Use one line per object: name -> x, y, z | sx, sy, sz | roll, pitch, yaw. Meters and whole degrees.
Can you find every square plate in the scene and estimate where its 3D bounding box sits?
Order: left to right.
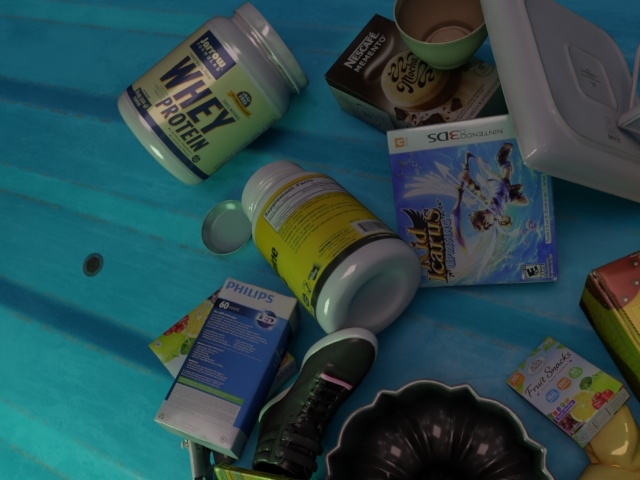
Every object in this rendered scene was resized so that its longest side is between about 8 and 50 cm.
square plate -> 0.398, -0.235, 0.865 | 0.049, 0.348, 0.343 | -35, 54, 49

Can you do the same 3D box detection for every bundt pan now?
bundt pan -> 0.172, 0.371, 0.816 | 0.331, 0.124, 0.330 | -7, 69, 18

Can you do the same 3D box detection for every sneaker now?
sneaker -> -0.006, 0.264, 0.855 | 0.295, 0.105, 0.146 | -51, 19, 29

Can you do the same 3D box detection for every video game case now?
video game case -> 0.245, -0.061, 0.916 | 0.245, 0.061, 0.269 | -5, 100, 20

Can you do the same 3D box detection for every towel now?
towel -> -0.056, 0.379, 0.818 | 0.237, 0.021, 0.102 | -9, 107, 40

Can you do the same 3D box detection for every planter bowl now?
planter bowl -> 0.213, -0.359, 0.951 | 0.162, 0.109, 0.161 | -7, 66, 16

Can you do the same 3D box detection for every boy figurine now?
boy figurine -> 0.395, 0.363, 0.747 | 0.178, 0.092, 0.285 | 0, 67, -5

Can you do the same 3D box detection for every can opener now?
can opener -> -0.180, 0.424, 0.950 | 0.093, 0.074, 0.280 | -16, 66, 14

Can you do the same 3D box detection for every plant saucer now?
plant saucer -> -0.186, -0.024, 1.151 | 0.120, 0.021, 0.119 | -7, 68, 18

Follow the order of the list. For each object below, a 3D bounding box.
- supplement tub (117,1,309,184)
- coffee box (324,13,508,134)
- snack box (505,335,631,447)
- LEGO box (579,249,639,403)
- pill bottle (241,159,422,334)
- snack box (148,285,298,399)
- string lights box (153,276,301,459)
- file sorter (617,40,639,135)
supplement tub -> -0.210, -0.293, 1.140 | 0.325, 0.235, 0.235 | -39, 63, 3
coffee box -> 0.179, -0.277, 1.058 | 0.297, 0.119, 0.168 | 35, 85, 27
snack box -> 0.353, 0.214, 0.819 | 0.100, 0.037, 0.141 | -45, 28, -2
LEGO box -> 0.622, 0.190, 0.680 | 0.373, 0.193, 0.499 | -26, 64, 9
pill bottle -> 0.000, 0.000, 0.967 | 0.188, 0.188, 0.334 | -44, 49, 0
snack box -> -0.171, 0.209, 1.007 | 0.174, 0.070, 0.207 | -40, 63, -19
string lights box -> -0.141, 0.200, 0.921 | 0.134, 0.076, 0.259 | 16, 60, 15
file sorter -> 0.605, -0.219, 0.781 | 0.278, 0.193, 0.173 | 20, 71, -9
